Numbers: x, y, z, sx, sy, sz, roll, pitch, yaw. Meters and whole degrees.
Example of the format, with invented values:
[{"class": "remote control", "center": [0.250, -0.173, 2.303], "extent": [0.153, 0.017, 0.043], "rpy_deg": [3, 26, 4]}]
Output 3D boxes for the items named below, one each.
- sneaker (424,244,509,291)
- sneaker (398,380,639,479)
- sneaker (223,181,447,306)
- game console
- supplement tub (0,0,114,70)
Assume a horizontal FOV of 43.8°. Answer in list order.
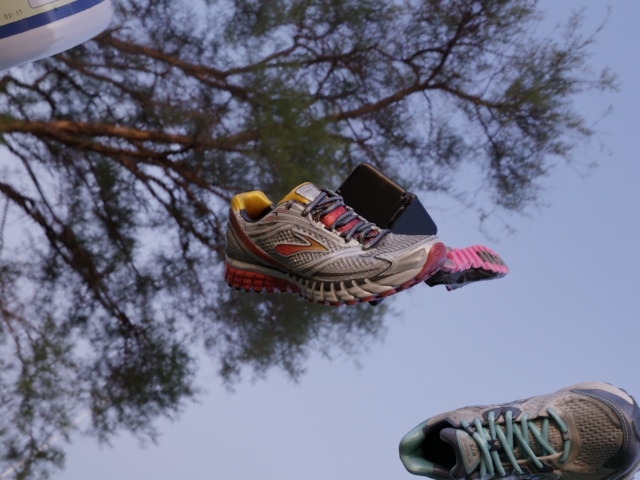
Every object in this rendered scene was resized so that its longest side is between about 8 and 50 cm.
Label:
[{"class": "sneaker", "center": [0.175, 0.038, 0.975], "extent": [0.057, 0.119, 0.047], "rpy_deg": [-66, -148, 33]}, {"class": "sneaker", "center": [0.195, 0.215, 0.813], "extent": [0.283, 0.122, 0.110], "rpy_deg": [-28, -113, 49]}, {"class": "sneaker", "center": [0.000, 0.000, 0.670], "extent": [0.225, 0.088, 0.093], "rpy_deg": [5, -75, 36]}, {"class": "game console", "center": [0.056, -0.007, 0.903], "extent": [0.071, 0.122, 0.107], "rpy_deg": [30, -13, 47]}, {"class": "supplement tub", "center": [-0.410, -0.382, 0.947], "extent": [0.235, 0.235, 0.325], "rpy_deg": [14, -52, 46]}]
